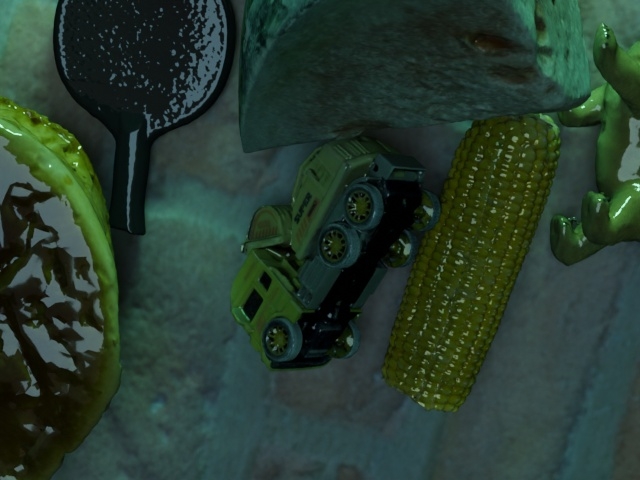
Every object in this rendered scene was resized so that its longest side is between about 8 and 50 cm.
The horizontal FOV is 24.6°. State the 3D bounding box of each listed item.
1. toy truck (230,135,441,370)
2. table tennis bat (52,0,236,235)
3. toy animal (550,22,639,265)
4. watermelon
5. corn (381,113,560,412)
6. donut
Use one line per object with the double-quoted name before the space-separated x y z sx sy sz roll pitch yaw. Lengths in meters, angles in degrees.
"toy truck" 0.000 0.000 1.124 0.116 0.085 0.191 48 120 32
"table tennis bat" -0.145 -0.122 1.171 0.150 0.027 0.236 8 100 9
"toy animal" 0.236 -0.083 1.093 0.101 0.103 0.219 0 99 -8
"watermelon" 0.082 -0.165 1.005 0.258 0.387 0.228 23 67 -12
"corn" 0.114 0.016 1.126 0.081 0.081 0.248 21 103 5
"donut" -0.299 0.043 1.163 0.330 0.160 0.330 1 102 3
